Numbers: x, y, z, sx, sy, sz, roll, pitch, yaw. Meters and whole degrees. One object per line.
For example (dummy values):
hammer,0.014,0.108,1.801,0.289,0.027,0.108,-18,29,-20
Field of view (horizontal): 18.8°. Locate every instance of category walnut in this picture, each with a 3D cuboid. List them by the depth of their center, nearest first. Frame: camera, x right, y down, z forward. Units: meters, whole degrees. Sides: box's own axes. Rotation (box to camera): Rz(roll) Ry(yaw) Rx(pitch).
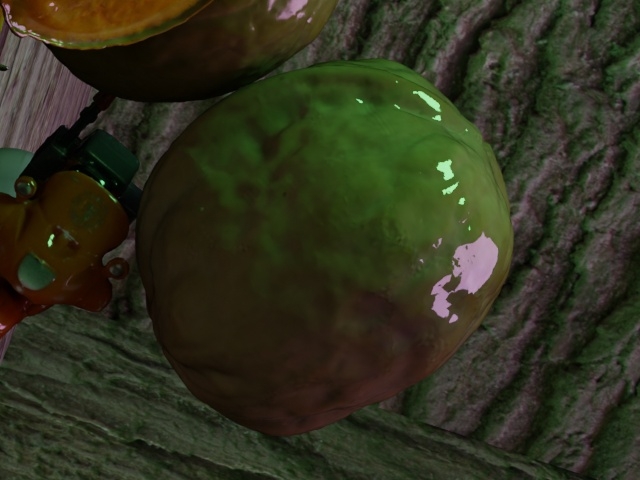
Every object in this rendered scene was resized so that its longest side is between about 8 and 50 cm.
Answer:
walnut,-0.133,-0.276,1.818,0.333,0.333,0.333,-161,-90,-85
walnut,0.000,0.000,1.822,0.381,0.381,0.381,-161,-90,-85

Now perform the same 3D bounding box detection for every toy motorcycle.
toy motorcycle,-0.255,-0.011,1.851,0.221,0.148,0.326,-41,-166,29

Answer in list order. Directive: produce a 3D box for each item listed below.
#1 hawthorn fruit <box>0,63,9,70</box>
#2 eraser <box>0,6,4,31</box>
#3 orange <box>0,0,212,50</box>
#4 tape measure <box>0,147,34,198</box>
hawthorn fruit,-0.260,-0.127,1.314,0.077,0.077,0.077,-161,-90,-85
eraser,-0.279,-0.173,1.539,0.122,0.045,0.097,115,-9,-53
orange,-0.108,-0.297,1.430,0.310,0.274,0.274,-14,-136,33
tape measure,-0.367,-0.015,2.275,0.196,0.105,0.178,-77,-173,-58
